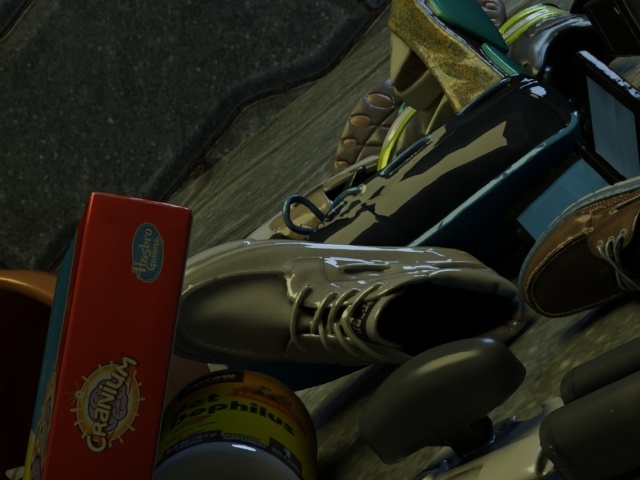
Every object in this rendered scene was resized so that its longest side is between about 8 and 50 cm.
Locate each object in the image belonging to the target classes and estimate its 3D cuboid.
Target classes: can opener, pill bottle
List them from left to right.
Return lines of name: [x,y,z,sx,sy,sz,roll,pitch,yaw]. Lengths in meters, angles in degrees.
pill bottle: [-0.060,0.160,1.086,0.117,0.117,0.215,-39,11,8]
can opener: [0.132,0.074,0.817,0.283,0.095,0.076,-33,13,38]

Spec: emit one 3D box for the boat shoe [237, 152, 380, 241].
boat shoe: [0.000,0.000,1.569,0.302,0.113,0.103,-47,7,-38]

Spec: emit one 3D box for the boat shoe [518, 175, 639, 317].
boat shoe: [0.200,-0.004,0.986,0.183,0.066,0.066,-36,12,22]

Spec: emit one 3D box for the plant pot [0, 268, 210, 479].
plant pot: [-0.218,0.154,1.314,0.291,0.291,0.203,-36,-5,22]

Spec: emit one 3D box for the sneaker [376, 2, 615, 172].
sneaker: [0.170,-0.121,1.504,0.300,0.111,0.121,-49,21,-17]

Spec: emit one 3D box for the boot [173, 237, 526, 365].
boot: [0.014,0.045,1.114,0.258,0.095,0.123,-6,6,-14]

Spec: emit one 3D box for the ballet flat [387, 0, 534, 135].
ballet flat: [0.126,-0.143,1.419,0.123,0.123,0.348,-39,43,7]

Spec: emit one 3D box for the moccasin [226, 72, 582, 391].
moccasin: [0.063,-0.003,1.267,0.342,0.137,0.117,-32,49,2]

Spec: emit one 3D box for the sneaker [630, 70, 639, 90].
sneaker: [0.261,-0.114,1.065,0.237,0.085,0.086,101,179,-63]

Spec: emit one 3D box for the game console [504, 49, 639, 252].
game console: [0.182,-0.049,1.107,0.085,0.124,0.144,-17,28,-8]

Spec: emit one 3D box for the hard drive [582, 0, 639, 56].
hard drive: [0.338,-0.230,1.274,0.237,0.064,0.339,-31,2,7]

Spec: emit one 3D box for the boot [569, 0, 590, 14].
boot: [0.368,-0.327,1.687,0.263,0.091,0.229,-36,11,33]

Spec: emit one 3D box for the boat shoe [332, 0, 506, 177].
boat shoe: [0.120,-0.143,1.808,0.324,0.123,0.116,-54,-19,-23]

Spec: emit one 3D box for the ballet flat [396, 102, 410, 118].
ballet flat: [0.133,-0.118,1.622,0.074,0.074,0.203,-38,-9,13]

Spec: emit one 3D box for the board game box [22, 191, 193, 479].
board game box: [-0.154,0.152,1.018,0.242,0.064,0.316,137,142,-71]
